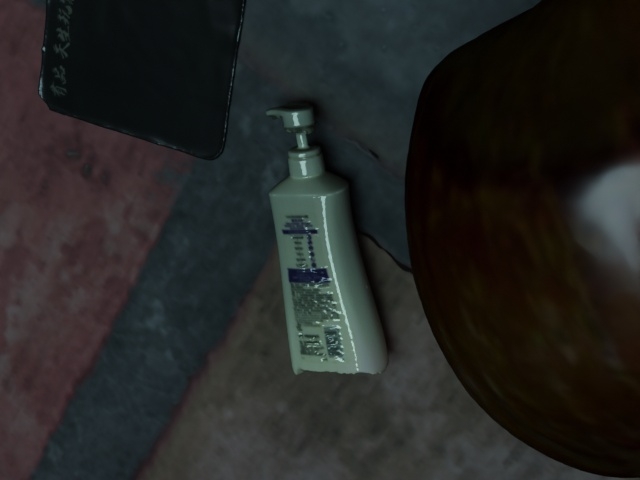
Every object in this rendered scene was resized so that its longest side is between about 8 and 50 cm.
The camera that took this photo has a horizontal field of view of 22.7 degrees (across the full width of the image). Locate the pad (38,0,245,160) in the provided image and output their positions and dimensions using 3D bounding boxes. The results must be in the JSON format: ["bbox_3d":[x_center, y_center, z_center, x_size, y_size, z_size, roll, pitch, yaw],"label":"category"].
[{"bbox_3d":[-0.089,-0.125,0.803,0.112,0.003,0.157,18,116,18],"label":"pad"}]

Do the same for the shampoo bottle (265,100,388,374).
[{"bbox_3d":[0.000,0.000,0.794,0.049,0.034,0.141,1,110,32],"label":"shampoo bottle"}]

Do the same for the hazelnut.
[{"bbox_3d":[0.144,-0.008,0.617,0.234,0.218,0.218,-19,101,31],"label":"hazelnut"}]
